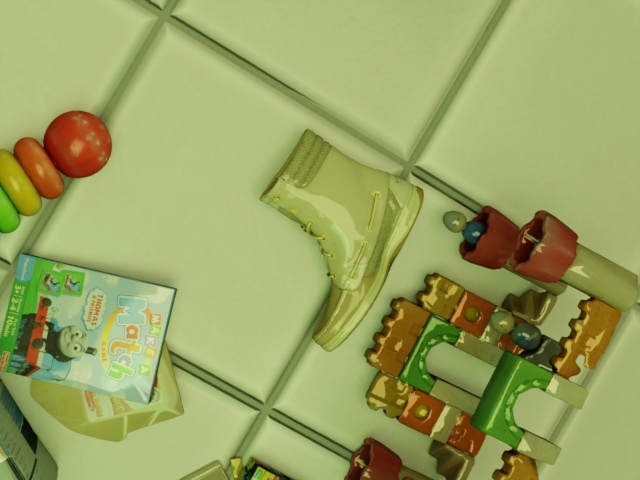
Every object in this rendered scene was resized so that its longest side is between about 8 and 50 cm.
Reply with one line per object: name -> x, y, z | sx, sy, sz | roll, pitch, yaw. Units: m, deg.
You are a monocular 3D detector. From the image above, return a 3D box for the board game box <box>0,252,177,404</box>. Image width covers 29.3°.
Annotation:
board game box -> -0.313, 0.118, 1.632 | 0.212, 0.039, 0.160 | 13, 89, -1

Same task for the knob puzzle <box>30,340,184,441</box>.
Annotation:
knob puzzle -> -0.299, 0.181, 1.666 | 0.213, 0.030, 0.213 | 0, 89, -1

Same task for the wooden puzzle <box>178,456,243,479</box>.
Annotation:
wooden puzzle -> -0.156, 0.355, 1.720 | 0.116, 0.014, 0.078 | -20, 94, -8

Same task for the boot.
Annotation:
boot -> 0.000, 0.000, 1.673 | 0.204, 0.095, 0.261 | 28, 88, -12

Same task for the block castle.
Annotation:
block castle -> 0.195, 0.177, 1.623 | 0.213, 0.303, 0.453 | 27, 89, -11

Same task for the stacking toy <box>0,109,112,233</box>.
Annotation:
stacking toy -> -0.415, -0.057, 1.579 | 0.330, 0.141, 0.141 | -32, 100, -11

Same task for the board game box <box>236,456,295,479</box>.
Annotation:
board game box -> -0.080, 0.411, 1.713 | 0.141, 0.048, 0.170 | 31, 89, -19

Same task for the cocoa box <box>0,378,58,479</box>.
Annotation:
cocoa box -> -0.539, 0.313, 1.531 | 0.347, 0.231, 0.227 | -30, 100, -6
